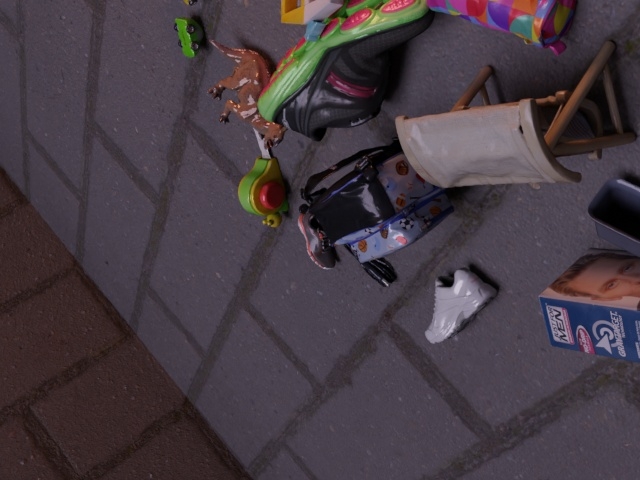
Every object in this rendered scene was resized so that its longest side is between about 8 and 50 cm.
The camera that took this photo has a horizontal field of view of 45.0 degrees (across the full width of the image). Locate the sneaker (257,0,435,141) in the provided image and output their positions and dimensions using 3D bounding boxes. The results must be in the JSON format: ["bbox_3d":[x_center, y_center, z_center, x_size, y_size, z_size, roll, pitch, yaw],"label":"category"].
[{"bbox_3d":[0.068,-0.339,1.481,0.202,0.185,0.482,34,149,-19],"label":"sneaker"}]

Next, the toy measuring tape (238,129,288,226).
[{"bbox_3d":[-0.165,-0.174,1.932,0.121,0.121,0.330,14,128,46],"label":"toy measuring tape"}]

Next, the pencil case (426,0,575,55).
[{"bbox_3d":[0.280,-0.373,1.209,0.236,0.104,0.105,34,141,32],"label":"pencil case"}]

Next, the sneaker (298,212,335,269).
[{"bbox_3d":[0.000,0.000,1.923,0.064,0.061,0.158,-19,103,49],"label":"sneaker"}]

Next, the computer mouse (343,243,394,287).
[{"bbox_3d":[0.119,-0.013,1.745,0.188,0.072,0.272,46,146,16],"label":"computer mouse"}]

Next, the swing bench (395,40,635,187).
[{"bbox_3d":[0.303,-0.173,1.206,0.253,0.254,0.165,4,121,51],"label":"swing bench"}]

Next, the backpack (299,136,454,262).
[{"bbox_3d":[0.140,-0.094,1.479,0.213,0.263,0.276,56,152,-10],"label":"backpack"}]

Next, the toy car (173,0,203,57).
[{"bbox_3d":[-0.327,-0.557,1.863,0.239,0.053,0.225,24,136,40],"label":"toy car"}]

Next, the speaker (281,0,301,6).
[{"bbox_3d":[-0.064,-0.537,1.541,0.055,0.055,0.136,19,132,43],"label":"speaker"}]

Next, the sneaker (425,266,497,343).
[{"bbox_3d":[0.283,0.134,1.667,0.115,0.090,0.232,52,138,17],"label":"sneaker"}]

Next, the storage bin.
[{"bbox_3d":[0.505,-0.029,1.235,0.135,0.098,0.091,33,168,30],"label":"storage bin"}]

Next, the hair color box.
[{"bbox_3d":[0.544,0.107,1.215,0.347,0.173,0.105,5,121,50],"label":"hair color box"}]

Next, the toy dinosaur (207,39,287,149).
[{"bbox_3d":[-0.142,-0.343,1.760,0.200,0.127,0.296,-20,89,49],"label":"toy dinosaur"}]

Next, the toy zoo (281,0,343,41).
[{"bbox_3d":[-0.013,-0.504,1.375,0.192,0.030,0.294,10,97,61],"label":"toy zoo"}]
